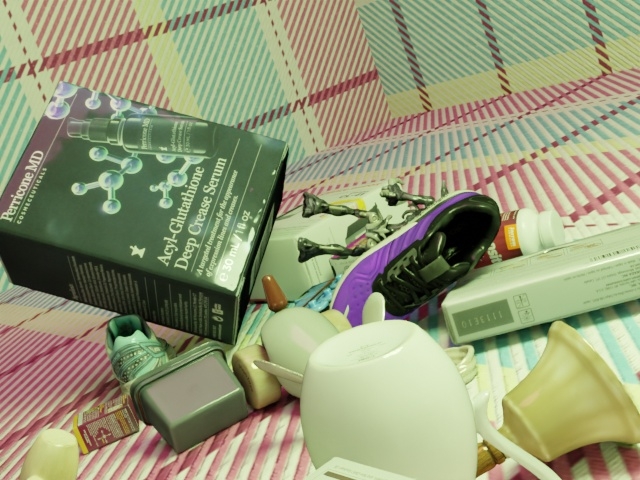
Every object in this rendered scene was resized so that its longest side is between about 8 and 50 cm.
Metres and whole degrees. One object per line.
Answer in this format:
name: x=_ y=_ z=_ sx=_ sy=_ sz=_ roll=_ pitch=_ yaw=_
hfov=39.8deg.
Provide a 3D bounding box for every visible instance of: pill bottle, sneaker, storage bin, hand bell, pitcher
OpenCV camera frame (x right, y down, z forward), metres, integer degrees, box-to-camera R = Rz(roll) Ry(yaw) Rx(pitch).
pill bottle: x=0.290 y=-0.002 z=1.352 sx=0.152 sy=0.086 sz=0.086 roll=-13 pitch=14 yaw=31
sneaker: x=-0.297 y=0.168 z=1.437 sx=0.110 sy=0.122 sz=0.283 roll=-23 pitch=12 yaw=-15
storage bin: x=-0.161 y=0.212 z=1.140 sx=0.135 sy=0.098 sz=0.091 roll=-24 pitch=40 yaw=-23
sneaker: x=0.131 y=0.037 z=1.205 sx=0.293 sy=0.102 sz=0.146 roll=-43 pitch=10 yaw=-2
hand bell: x=0.143 y=0.186 z=0.769 sx=0.242 sy=0.126 sz=0.126 roll=-32 pitch=13 yaw=-4
pitcher: x=0.086 y=0.161 z=0.663 sx=0.178 sy=0.207 sz=0.125 roll=-18 pitch=12 yaw=-1

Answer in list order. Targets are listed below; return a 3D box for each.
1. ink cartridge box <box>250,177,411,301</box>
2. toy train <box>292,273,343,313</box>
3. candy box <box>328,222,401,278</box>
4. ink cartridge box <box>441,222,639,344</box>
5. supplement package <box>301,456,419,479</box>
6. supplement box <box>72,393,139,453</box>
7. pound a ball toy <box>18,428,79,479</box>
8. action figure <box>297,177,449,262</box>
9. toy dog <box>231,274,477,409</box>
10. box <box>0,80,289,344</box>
ink cartridge box: x=0.000 y=0.000 z=1.702 sx=0.226 sy=0.131 sz=0.306 roll=-7 pitch=19 yaw=46
toy train: x=0.001 y=0.115 z=1.327 sx=0.105 sy=0.080 sz=0.184 roll=-22 pitch=10 yaw=32
candy box: x=0.155 y=0.018 z=1.512 sx=0.233 sy=0.071 sz=0.159 roll=-12 pitch=14 yaw=36
ink cartridge box: x=0.307 y=0.052 z=1.159 sx=0.275 sy=0.060 sz=0.239 roll=-17 pitch=2 yaw=15
supplement package: x=0.065 y=0.235 z=0.370 sx=0.145 sy=0.204 sz=0.262 roll=-27 pitch=14 yaw=-33
supplement box: x=-0.300 y=0.256 z=1.239 sx=0.083 sy=0.043 sz=0.055 roll=-22 pitch=12 yaw=-8
pound a ball toy: x=-0.192 y=0.290 z=0.617 sx=0.208 sy=0.135 sz=0.319 roll=19 pitch=20 yaw=7
action figure: x=0.108 y=-0.017 z=1.353 sx=0.276 sy=0.164 sz=0.141 roll=5 pitch=7 yaw=4
toy dog: x=0.003 y=0.123 z=1.068 sx=0.334 sy=0.161 sz=0.220 roll=-7 pitch=18 yaw=46
box: x=-0.282 y=-0.043 z=1.447 sx=0.396 sy=0.293 sz=0.212 roll=15 pitch=-29 yaw=1
